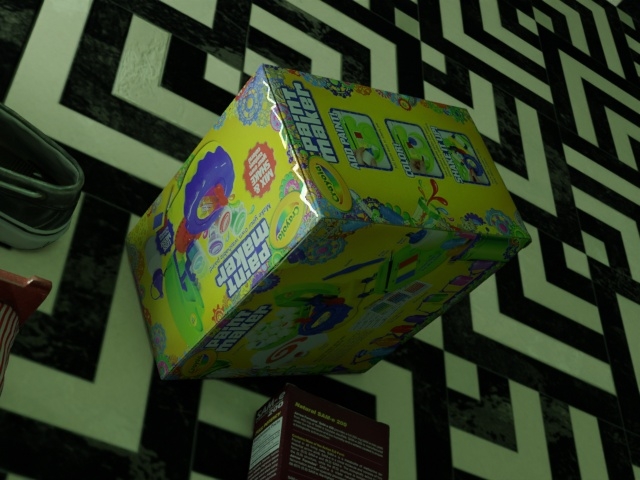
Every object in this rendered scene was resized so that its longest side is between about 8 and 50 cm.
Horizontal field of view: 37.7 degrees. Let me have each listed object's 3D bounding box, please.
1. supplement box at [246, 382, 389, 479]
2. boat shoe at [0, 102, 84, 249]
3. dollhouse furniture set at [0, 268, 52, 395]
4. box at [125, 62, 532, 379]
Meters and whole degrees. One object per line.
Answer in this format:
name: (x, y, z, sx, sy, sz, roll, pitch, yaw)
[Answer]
supplement box: (-0.006, 0.271, 0.896, 0.130, 0.073, 0.240, 27, 44, -21)
boat shoe: (-0.368, -0.125, 0.883, 0.335, 0.119, 0.121, 32, 41, -16)
dollhouse furniture set: (-0.402, 0.086, 0.642, 0.374, 0.152, 0.201, 21, 45, -27)
box: (0.000, 0.000, 0.965, 0.279, 0.290, 0.177, 5, 54, -40)
